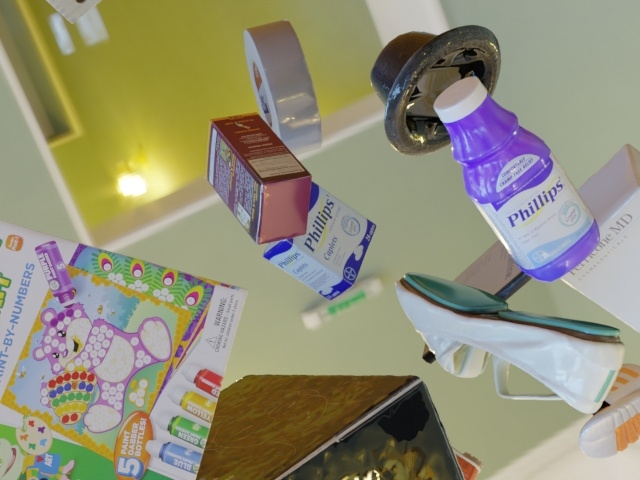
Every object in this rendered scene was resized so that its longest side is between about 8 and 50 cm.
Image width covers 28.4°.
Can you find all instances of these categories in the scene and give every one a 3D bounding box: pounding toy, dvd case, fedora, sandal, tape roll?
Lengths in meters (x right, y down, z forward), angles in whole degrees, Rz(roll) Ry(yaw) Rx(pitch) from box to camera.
[{"bbox_3d":[-0.390,-0.415,2.009,0.141,0.100,0.130,-36,-134,12],"label":"pounding toy"},{"bbox_3d":[0.261,0.075,2.045,0.253,0.022,0.180,-45,-167,34],"label":"dvd case"},{"bbox_3d":[0.215,-0.331,2.575,0.334,0.334,0.152,-30,-126,-30],"label":"fedora"},{"bbox_3d":[0.441,0.206,1.741,0.265,0.102,0.076,-28,-133,-23],"label":"sandal"},{"bbox_3d":[-0.062,-0.247,2.064,0.072,0.219,0.219,-16,-168,-8],"label":"tape roll"}]

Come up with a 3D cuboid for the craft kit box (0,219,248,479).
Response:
[{"bbox_3d":[-0.212,0.127,1.064,0.246,0.250,0.061,15,173,-8],"label":"craft kit box"}]

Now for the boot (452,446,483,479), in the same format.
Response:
[{"bbox_3d":[0.251,0.463,2.629,0.085,0.158,0.059,-56,166,-25],"label":"boot"}]

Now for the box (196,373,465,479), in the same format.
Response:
[{"bbox_3d":[-0.105,0.430,1.881,0.480,0.297,0.471,-30,-166,-34],"label":"box"}]

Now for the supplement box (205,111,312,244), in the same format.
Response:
[{"bbox_3d":[-0.091,-0.091,1.805,0.080,0.104,0.188,-12,-141,-25],"label":"supplement box"}]

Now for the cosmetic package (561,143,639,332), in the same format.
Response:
[{"bbox_3d":[0.646,0.057,2.264,0.230,0.453,0.161,-49,-161,28],"label":"cosmetic package"}]

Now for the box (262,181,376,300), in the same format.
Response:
[{"bbox_3d":[0.000,0.000,1.974,0.072,0.137,0.126,-37,-155,52],"label":"box"}]

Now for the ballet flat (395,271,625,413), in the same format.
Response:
[{"bbox_3d":[0.234,0.141,1.719,0.139,0.139,0.400,-30,-152,-30],"label":"ballet flat"}]

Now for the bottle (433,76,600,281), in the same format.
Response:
[{"bbox_3d":[0.245,-0.080,1.608,0.118,0.283,0.092,-38,-156,-3],"label":"bottle"}]
